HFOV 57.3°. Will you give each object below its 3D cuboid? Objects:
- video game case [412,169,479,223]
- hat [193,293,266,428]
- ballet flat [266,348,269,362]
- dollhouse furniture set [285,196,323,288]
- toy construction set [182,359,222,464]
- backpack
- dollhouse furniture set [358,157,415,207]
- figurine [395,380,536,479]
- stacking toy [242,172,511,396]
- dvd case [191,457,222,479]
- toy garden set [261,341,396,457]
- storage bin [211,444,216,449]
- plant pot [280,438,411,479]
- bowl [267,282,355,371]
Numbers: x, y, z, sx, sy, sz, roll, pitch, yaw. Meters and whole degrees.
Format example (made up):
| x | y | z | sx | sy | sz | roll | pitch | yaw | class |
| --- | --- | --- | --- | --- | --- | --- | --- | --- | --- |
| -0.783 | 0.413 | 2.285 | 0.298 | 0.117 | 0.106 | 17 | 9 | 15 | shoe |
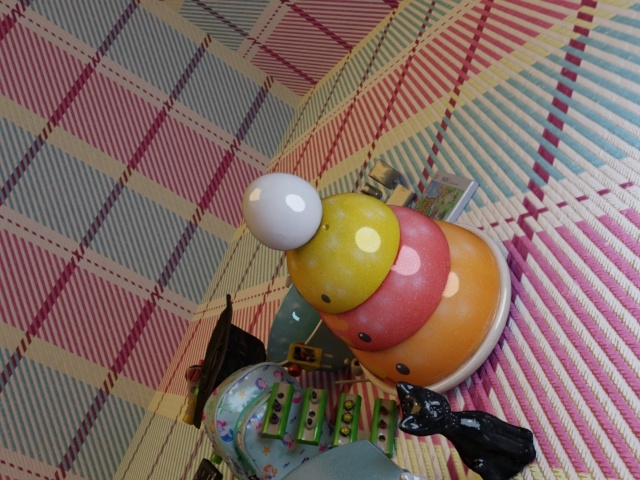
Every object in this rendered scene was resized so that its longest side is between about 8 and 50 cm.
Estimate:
| x | y | z | sx | sy | sz | roll | pitch | yaw | class |
| --- | --- | --- | --- | --- | --- | --- | --- | --- | --- |
| 0.266 | -0.063 | 1.387 | 0.212 | 0.023 | 0.193 | -58 | 18 | 5 | video game case |
| -0.206 | 0.299 | 1.417 | 0.331 | 0.134 | 0.331 | -165 | 90 | -79 | hat |
| -0.192 | 0.407 | 1.801 | 0.250 | 0.058 | 0.084 | -50 | 19 | 26 | ballet flat |
| 0.000 | 0.000 | 1.696 | 0.262 | 0.135 | 0.259 | -44 | 25 | 39 | dollhouse furniture set |
| -0.318 | 0.497 | 1.697 | 0.309 | 0.257 | 0.237 | 7 | 75 | 59 | toy construction set |
| -0.112 | 0.387 | 1.227 | 0.225 | 0.253 | 0.191 | -37 | 0 | -28 | backpack |
| 0.203 | -0.116 | 1.630 | 0.151 | 0.123 | 0.144 | 39 | 100 | 36 | dollhouse furniture set |
| 0.181 | 0.300 | 0.742 | 0.092 | 0.209 | 0.215 | -47 | 22 | 33 | figurine |
| 0.057 | 0.035 | 0.994 | 0.351 | 0.480 | 0.350 | -34 | 39 | 33 | stacking toy |
| -0.376 | 0.786 | 1.741 | 0.238 | 0.030 | 0.179 | -65 | 19 | -15 | dvd case |
| 0.026 | 0.294 | 1.131 | 0.049 | 0.244 | 0.203 | 89 | -169 | -47 | toy garden set |
| -0.196 | 0.527 | 1.524 | 0.098 | 0.135 | 0.091 | -34 | 21 | 53 | storage bin |
| 0.056 | 0.440 | 0.829 | 0.252 | 0.248 | 0.247 | -46 | 15 | -12 | plant pot |
| 0.020 | 0.191 | 1.415 | 0.311 | 0.163 | 0.311 | -51 | 19 | 25 | bowl |
